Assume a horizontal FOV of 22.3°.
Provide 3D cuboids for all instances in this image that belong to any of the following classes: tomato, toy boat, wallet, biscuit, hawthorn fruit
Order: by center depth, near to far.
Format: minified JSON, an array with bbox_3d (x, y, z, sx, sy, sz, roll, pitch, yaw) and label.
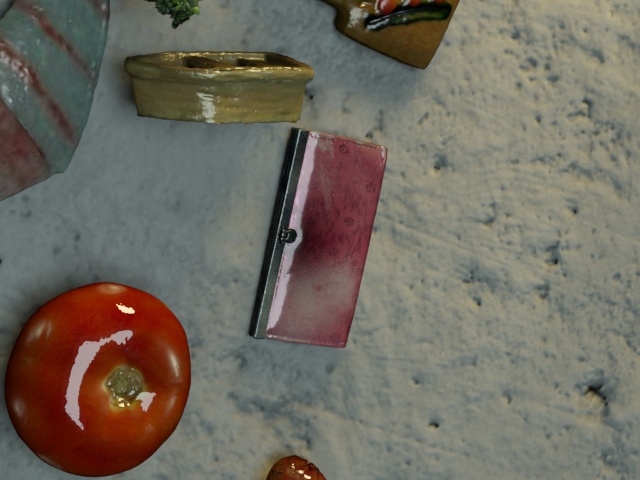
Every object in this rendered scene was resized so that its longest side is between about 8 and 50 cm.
[{"bbox_3d":[-0.278,-0.186,1.578,0.206,0.096,0.282,47,64,-30],"label":"toy boat"},{"bbox_3d":[-0.222,0.137,1.619,0.195,0.136,0.195,-4,99,-29],"label":"tomato"},{"bbox_3d":[-0.110,-0.154,1.640,0.188,0.116,0.061,-3,107,-28],"label":"toy boat"},{"bbox_3d":[0.072,-0.327,1.745,0.278,0.043,0.301,-31,111,-20],"label":"biscuit"},{"bbox_3d":[0.000,0.000,1.774,0.119,0.025,0.232,9,95,-29],"label":"wallet"},{"bbox_3d":[-0.028,0.275,1.783,0.077,0.077,0.077,-5,101,-27],"label":"hawthorn fruit"}]

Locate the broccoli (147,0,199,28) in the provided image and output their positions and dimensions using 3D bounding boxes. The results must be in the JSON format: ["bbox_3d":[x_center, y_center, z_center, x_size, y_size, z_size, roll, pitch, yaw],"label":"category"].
[{"bbox_3d":[-0.048,-0.382,1.569,0.361,0.221,0.252,-29,109,-21],"label":"broccoli"}]
